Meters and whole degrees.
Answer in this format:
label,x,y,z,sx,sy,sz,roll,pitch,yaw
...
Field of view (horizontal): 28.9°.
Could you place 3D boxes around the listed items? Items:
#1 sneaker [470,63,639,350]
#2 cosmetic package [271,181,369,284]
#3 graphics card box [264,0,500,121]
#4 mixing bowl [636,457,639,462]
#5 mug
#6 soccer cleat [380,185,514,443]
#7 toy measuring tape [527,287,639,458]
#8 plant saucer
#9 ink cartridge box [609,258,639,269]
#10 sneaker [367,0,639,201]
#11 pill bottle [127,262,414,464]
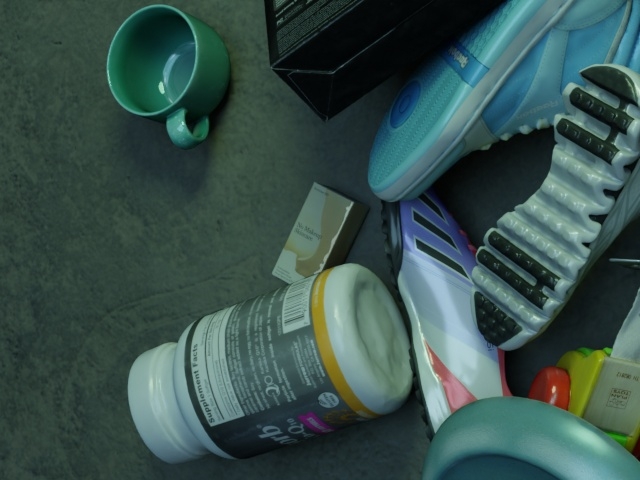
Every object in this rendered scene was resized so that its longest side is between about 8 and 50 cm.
label,x,y,z,sx,sy,sz,roll,pitch,yaw
sneaker,0.241,-0.019,1.149,0.110,0.118,0.292,47,119,38
cosmetic package,0.000,0.000,1.369,0.060,0.041,0.115,27,96,29
graphics card box,0.052,-0.309,1.255,0.233,0.094,0.371,-33,35,20
mixing bowl,0.356,0.201,1.099,0.098,0.181,0.181,13,90,-6
mug,-0.173,-0.187,1.454,0.129,0.097,0.158,11,89,28
soccer cleat,0.136,0.054,1.267,0.116,0.108,0.318,-14,76,7
toy measuring tape,0.269,0.103,1.142,0.121,0.121,0.330,27,112,28
plant saucer,0.205,0.294,1.126,0.317,0.043,0.318,25,128,37
ink cartridge box,0.367,-0.004,1.138,0.181,0.104,0.062,0,84,28
sneaker,0.206,-0.127,1.198,0.319,0.208,0.127,-50,28,22
pill bottle,-0.055,0.139,1.313,0.278,0.162,0.162,-22,74,25
